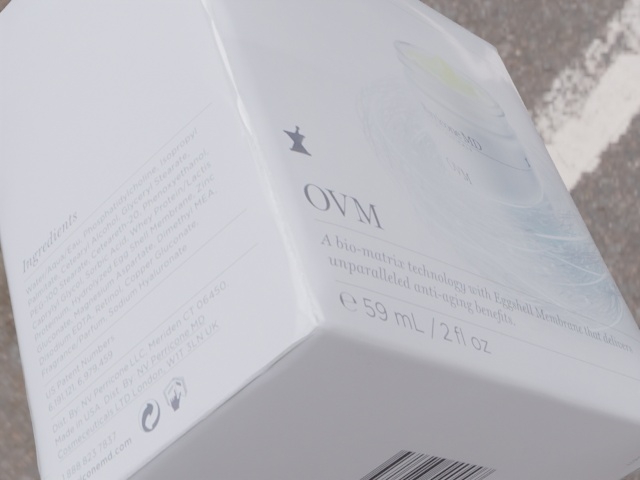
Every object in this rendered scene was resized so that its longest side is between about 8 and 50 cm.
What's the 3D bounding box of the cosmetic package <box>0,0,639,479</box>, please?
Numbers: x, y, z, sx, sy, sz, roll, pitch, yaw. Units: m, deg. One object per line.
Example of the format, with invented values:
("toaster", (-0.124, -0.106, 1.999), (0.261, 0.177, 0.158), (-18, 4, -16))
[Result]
("cosmetic package", (0.000, 0.000, 0.521), (0.138, 0.224, 0.224), (-41, 52, 27))
